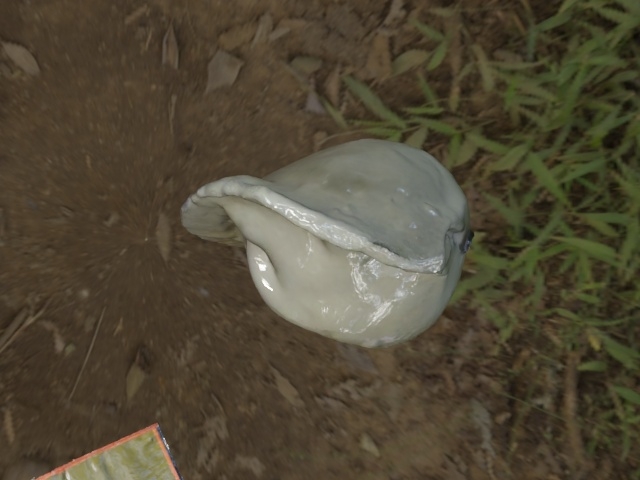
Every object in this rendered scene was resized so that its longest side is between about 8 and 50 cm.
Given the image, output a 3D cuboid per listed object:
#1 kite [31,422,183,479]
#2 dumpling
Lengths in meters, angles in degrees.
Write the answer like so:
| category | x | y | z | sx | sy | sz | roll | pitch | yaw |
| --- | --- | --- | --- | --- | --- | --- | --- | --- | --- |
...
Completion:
| category | x | y | z | sx | sy | sz | roll | pitch | yaw |
| --- | --- | --- | --- | --- | --- | --- | --- | --- | --- |
| kite | -0.196 | 0.298 | 0.837 | 0.327 | 0.013 | 0.378 | 13 | 67 | -2 |
| dumpling | 0.000 | 0.005 | 0.959 | 0.226 | 0.243 | 0.175 | 8 | 55 | -6 |
